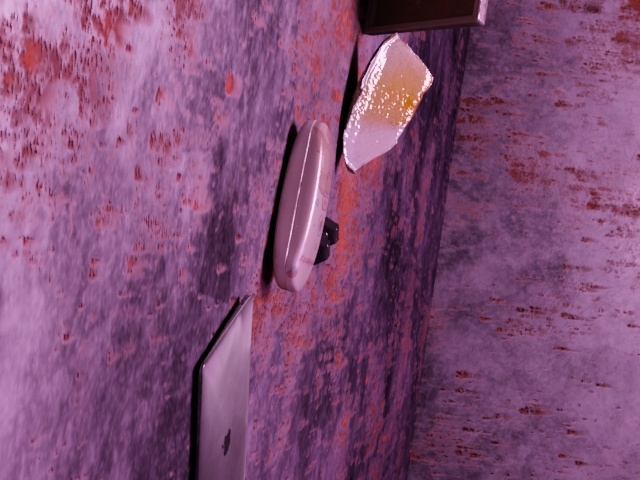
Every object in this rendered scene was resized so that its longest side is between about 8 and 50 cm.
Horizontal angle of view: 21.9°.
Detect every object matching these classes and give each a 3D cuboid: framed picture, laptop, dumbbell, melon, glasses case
[{"bbox_3d":[0.161,-0.441,2.244,0.020,0.240,0.324,12,83,-38],"label":"framed picture"},{"bbox_3d":[-0.104,0.211,1.727,0.187,0.015,0.269,-60,156,-65],"label":"laptop"},{"bbox_3d":[0.000,0.000,2.101,0.083,0.036,0.040,-60,154,-65],"label":"dumbbell"},{"bbox_3d":[0.082,-0.178,2.294,0.139,0.093,0.202,146,-32,-81],"label":"melon"},{"bbox_3d":[-0.020,-0.040,1.905,0.081,0.051,0.204,70,29,-72],"label":"glasses case"}]
